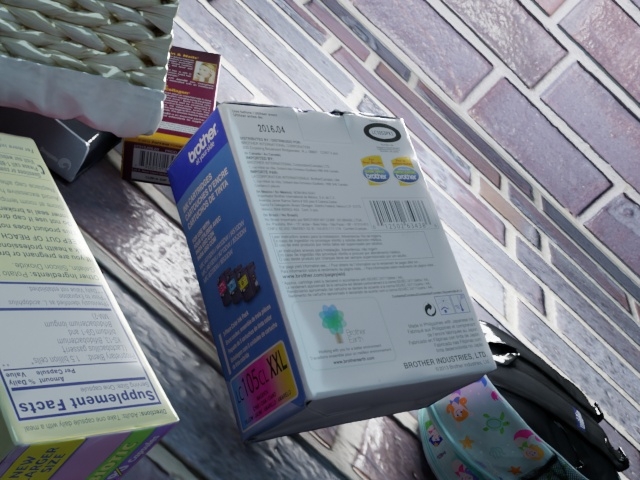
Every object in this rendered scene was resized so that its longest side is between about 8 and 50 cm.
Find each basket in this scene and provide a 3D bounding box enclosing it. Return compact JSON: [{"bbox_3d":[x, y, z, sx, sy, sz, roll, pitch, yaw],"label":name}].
[{"bbox_3d":[-0.300,-0.268,0.774,0.331,0.266,0.328,13,9,-28],"label":"basket"}]

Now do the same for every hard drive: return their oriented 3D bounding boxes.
[{"bbox_3d":[-0.351,-0.190,1.036,0.254,0.054,0.172,41,24,-8],"label":"hard drive"}]

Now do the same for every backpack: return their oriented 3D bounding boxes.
[{"bbox_3d":[0.231,0.229,1.121,0.253,0.191,0.225,42,20,-24],"label":"backpack"}]

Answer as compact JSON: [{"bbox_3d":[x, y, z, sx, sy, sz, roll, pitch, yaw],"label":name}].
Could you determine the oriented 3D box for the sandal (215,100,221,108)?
[{"bbox_3d":[-0.085,-0.073,1.244,0.445,0.107,0.167,39,22,18],"label":"sandal"}]

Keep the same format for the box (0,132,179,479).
[{"bbox_3d":[-0.242,0.082,0.570,0.117,0.213,0.243,7,43,-54],"label":"box"}]

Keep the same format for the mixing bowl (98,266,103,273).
[{"bbox_3d":[-0.283,-0.001,0.745,0.181,0.098,0.181,41,-10,9],"label":"mixing bowl"}]

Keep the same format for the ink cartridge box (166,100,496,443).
[{"bbox_3d":[0.000,0.000,0.992,0.270,0.151,0.395,-1,65,-38],"label":"ink cartridge box"}]

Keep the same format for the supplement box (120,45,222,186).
[{"bbox_3d":[-0.188,-0.161,1.126,0.104,0.081,0.188,9,48,-9],"label":"supplement box"}]
